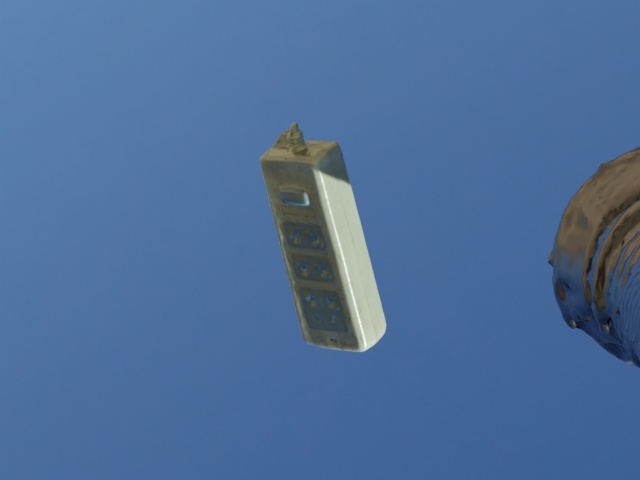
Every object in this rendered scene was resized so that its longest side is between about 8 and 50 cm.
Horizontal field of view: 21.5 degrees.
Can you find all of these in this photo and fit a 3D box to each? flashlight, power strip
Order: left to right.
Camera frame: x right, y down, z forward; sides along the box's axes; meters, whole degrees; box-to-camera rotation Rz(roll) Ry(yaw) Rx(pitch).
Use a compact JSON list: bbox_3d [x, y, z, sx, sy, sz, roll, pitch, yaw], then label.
[{"bbox_3d":[0.000,0.000,0.554,0.027,0.083,0.017,3,-151,37],"label":"power strip"},{"bbox_3d":[0.127,0.023,0.519,0.093,0.093,0.232,-27,-171,6],"label":"flashlight"}]
